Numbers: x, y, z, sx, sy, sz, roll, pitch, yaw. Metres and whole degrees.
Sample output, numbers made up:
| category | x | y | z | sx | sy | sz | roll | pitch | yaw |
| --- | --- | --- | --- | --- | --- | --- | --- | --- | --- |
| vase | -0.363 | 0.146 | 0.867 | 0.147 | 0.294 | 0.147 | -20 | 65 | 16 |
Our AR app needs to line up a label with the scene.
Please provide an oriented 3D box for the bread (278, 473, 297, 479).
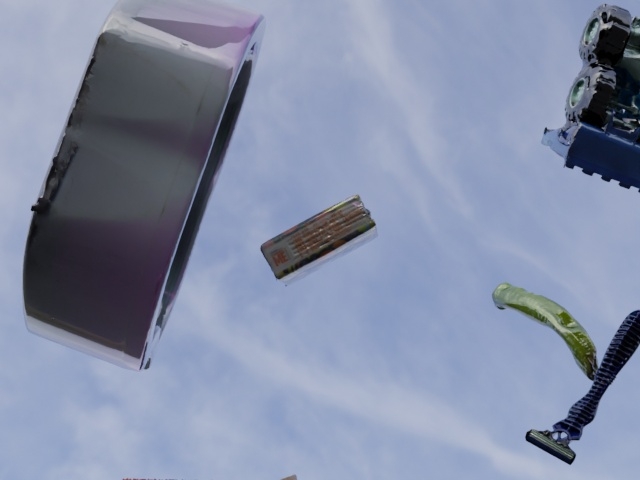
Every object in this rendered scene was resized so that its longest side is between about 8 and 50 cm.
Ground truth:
| category | x | y | z | sx | sy | sz | roll | pitch | yaw |
| --- | --- | --- | --- | --- | --- | --- | --- | --- | --- |
| bread | -0.094 | 0.364 | 1.117 | 0.160 | 0.169 | 0.140 | 12 | -39 | -42 |

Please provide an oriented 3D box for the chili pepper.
| category | x | y | z | sx | sy | sz | roll | pitch | yaw |
| --- | --- | --- | --- | --- | --- | --- | --- | --- | --- |
| chili pepper | 0.290 | 0.104 | 1.239 | 0.050 | 0.202 | 0.052 | -47 | -52 | -1 |

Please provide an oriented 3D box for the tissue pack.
| category | x | y | z | sx | sy | sz | roll | pitch | yaw |
| --- | --- | --- | --- | --- | --- | --- | --- | --- | --- |
| tissue pack | 0.000 | 0.000 | 0.732 | 0.083 | 0.063 | 0.035 | -27 | -98 | 0 |

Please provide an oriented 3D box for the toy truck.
| category | x | y | z | sx | sy | sz | roll | pitch | yaw |
| --- | --- | --- | --- | --- | --- | --- | --- | --- | --- |
| toy truck | 0.337 | -0.158 | 1.144 | 0.113 | 0.208 | 0.126 | 19 | -13 | -10 |

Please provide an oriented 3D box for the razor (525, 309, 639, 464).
| category | x | y | z | sx | sy | sz | roll | pitch | yaw |
| --- | --- | --- | --- | --- | --- | --- | --- | --- | --- |
| razor | 0.230 | 0.120 | 0.818 | 0.044 | 0.154 | 0.028 | 25 | -27 | 35 |

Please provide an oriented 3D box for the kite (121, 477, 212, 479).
| category | x | y | z | sx | sy | sz | roll | pitch | yaw |
| --- | --- | --- | --- | --- | --- | --- | --- | --- | --- |
| kite | -0.012 | 0.297 | 0.569 | 0.327 | 0.013 | 0.377 | -40 | -100 | -1 |

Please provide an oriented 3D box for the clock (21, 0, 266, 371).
| category | x | y | z | sx | sy | sz | roll | pitch | yaw |
| --- | --- | --- | --- | --- | --- | --- | --- | --- | --- |
| clock | -0.143 | -0.056 | 0.830 | 0.102 | 0.338 | 0.338 | 19 | -52 | -4 |
